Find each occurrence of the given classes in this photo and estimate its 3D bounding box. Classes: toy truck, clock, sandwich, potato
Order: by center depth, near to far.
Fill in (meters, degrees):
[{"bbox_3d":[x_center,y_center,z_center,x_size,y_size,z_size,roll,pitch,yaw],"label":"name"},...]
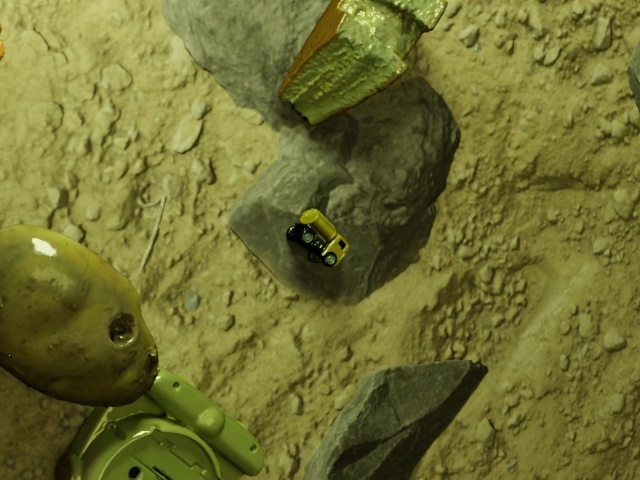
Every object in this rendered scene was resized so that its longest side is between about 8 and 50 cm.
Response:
[{"bbox_3d":[-0.324,0.101,1.840,0.191,0.141,0.296,-38,117,11],"label":"potato"},{"bbox_3d":[-0.240,0.338,1.975,0.235,0.096,0.308,43,78,-30],"label":"clock"},{"bbox_3d":[0.052,-0.268,2.022,0.122,0.128,0.236,36,79,-23],"label":"sandwich"},{"bbox_3d":[0.000,0.000,2.084,0.083,0.049,0.054,46,74,-28],"label":"toy truck"}]

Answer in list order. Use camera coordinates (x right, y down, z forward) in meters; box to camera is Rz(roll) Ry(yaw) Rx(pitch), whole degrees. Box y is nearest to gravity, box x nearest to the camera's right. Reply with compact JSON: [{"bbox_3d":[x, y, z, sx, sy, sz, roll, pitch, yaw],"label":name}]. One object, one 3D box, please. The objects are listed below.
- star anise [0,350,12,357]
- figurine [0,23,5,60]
[{"bbox_3d":[-0.462,0.120,1.755,0.157,0.212,0.053,34,55,-25],"label":"star anise"},{"bbox_3d":[-0.417,-0.263,1.779,0.047,0.064,0.109,-52,132,-37],"label":"figurine"}]
